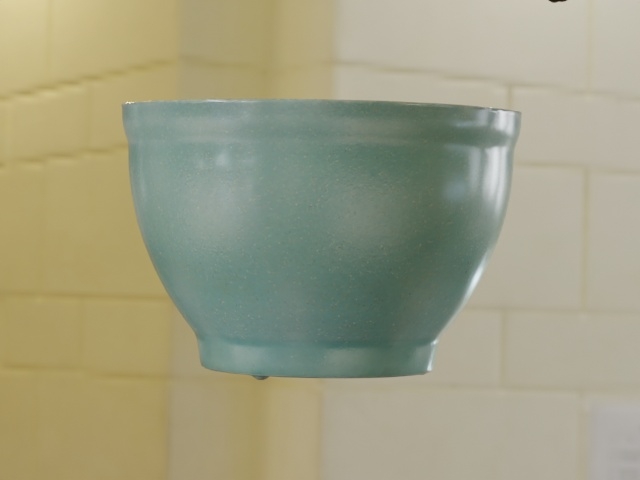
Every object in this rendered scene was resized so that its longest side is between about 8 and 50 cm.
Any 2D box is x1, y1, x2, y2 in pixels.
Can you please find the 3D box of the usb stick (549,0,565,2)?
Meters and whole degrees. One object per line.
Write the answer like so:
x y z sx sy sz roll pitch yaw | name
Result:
0.236 -0.280 1.716 0.045 0.077 0.278 13 27 15 | usb stick

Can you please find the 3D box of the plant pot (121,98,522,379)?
0.000 0.000 1.435 0.293 0.196 0.293 0 2 0 | plant pot
